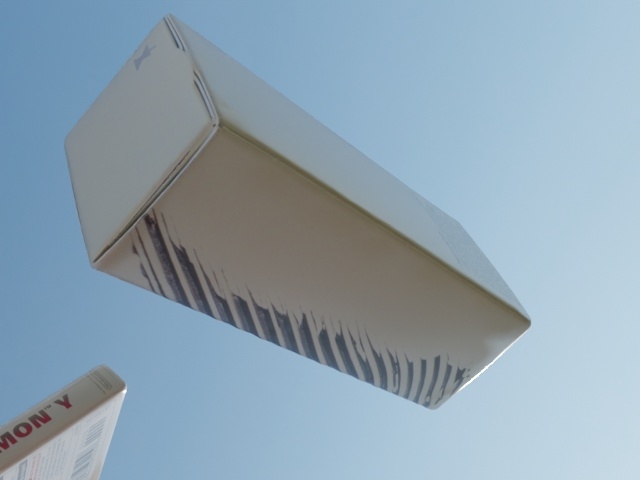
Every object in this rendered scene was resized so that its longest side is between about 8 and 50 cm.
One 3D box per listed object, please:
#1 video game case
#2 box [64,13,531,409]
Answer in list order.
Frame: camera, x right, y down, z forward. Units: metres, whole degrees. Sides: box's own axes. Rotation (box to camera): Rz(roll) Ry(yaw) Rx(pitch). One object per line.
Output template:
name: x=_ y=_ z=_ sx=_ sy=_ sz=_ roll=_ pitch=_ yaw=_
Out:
video game case: x=-0.189 y=0.170 z=0.394 sx=0.023 sy=0.201 sz=0.183 roll=39 pitch=-140 yaw=16
box: x=0.000 y=0.000 z=0.452 sx=0.275 sy=0.094 sz=0.113 roll=30 pitch=-158 yaw=-40
